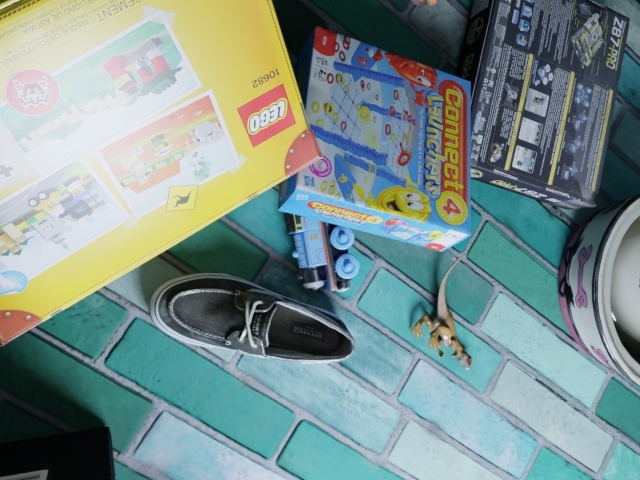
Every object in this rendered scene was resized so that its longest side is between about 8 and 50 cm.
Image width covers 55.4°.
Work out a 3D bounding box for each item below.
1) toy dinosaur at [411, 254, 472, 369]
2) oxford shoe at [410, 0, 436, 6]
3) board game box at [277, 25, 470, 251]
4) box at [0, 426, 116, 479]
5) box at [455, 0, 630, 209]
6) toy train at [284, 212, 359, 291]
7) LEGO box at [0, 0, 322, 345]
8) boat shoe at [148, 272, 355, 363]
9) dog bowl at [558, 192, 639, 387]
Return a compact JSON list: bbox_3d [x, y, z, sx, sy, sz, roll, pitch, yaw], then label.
[{"bbox_3d":[0.224,0.144,1.121,0.112,0.064,0.211,-25,107,-36],"label":"toy dinosaur"},{"bbox_3d":[0.077,-0.551,1.063,0.133,0.130,0.363,-33,109,16],"label":"oxford shoe"},{"bbox_3d":[0.100,-0.165,1.014,0.302,0.086,0.308,13,67,-19],"label":"board game box"},{"bbox_3d":[-0.356,0.520,0.677,0.298,0.480,0.471,-3,90,-20],"label":"box"},{"bbox_3d":[0.415,-0.289,1.170,0.318,0.097,0.394,14,84,-17],"label":"box"},{"bbox_3d":[0.000,0.000,1.028,0.105,0.080,0.184,-9,91,-12],"label":"toy train"},{"bbox_3d":[-0.286,-0.154,0.738,0.500,0.193,0.372,-31,141,-10],"label":"LEGO box"},{"bbox_3d":[-0.097,0.123,0.967,0.335,0.119,0.121,11,85,-19],"label":"boat shoe"},{"bbox_3d":[0.659,0.095,1.220,0.408,0.150,0.407,0,90,-19],"label":"dog bowl"}]
